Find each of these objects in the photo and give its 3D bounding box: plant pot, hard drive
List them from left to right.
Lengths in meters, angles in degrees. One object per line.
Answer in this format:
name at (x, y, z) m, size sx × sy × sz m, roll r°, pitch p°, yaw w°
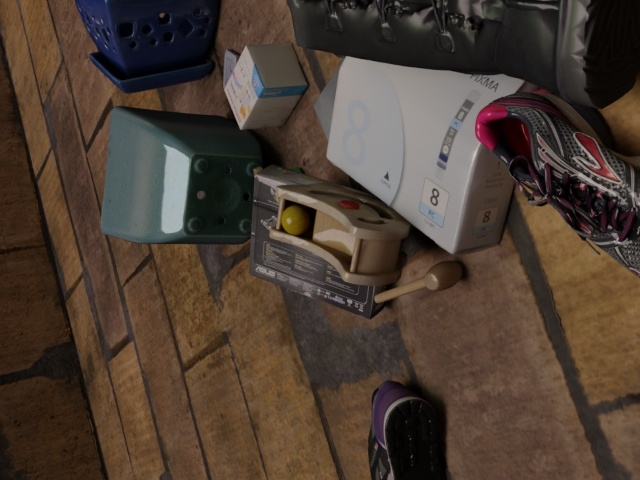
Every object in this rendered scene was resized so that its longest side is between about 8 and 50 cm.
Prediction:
plant pot at (-0.349, -0.430, 1.827) m, size 0.236 × 0.235 × 0.212 m, roll 40°, pitch 139°, yaw 49°
plant pot at (-0.235, -0.103, 1.681) m, size 0.252 × 0.247 × 0.248 m, roll 22°, pitch 107°, yaw 52°
hard drive at (0.038, -0.214, 1.420) m, size 0.135 × 0.022 × 0.094 m, roll -51°, pitch 55°, yaw 53°

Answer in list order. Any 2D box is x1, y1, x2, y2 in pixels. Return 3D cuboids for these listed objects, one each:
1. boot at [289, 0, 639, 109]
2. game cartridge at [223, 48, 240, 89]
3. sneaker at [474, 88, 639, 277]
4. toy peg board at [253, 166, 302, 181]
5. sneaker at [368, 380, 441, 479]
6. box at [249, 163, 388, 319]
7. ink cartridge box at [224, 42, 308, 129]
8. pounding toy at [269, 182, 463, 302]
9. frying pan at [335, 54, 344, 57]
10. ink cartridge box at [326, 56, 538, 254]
boot at (0.143, -0.363, 0.986) m, size 0.445 × 0.146 × 0.367 m, roll 26°, pitch 118°, yaw 44°
game cartridge at (-0.169, -0.322, 1.754) m, size 0.056 × 0.017 × 0.083 m, roll 44°, pitch 135°, yaw 51°
sneaker at (0.279, -0.051, 0.962) m, size 0.299 × 0.112 × 0.121 m, roll 51°, pitch 140°, yaw 39°
toy peg board at (-0.040, -0.034, 1.579) m, size 0.161 × 0.079 × 0.161 m, roll 50°, pitch 155°, yaw 42°
sneaker at (0.124, 0.354, 1.396) m, size 0.124 × 0.107 × 0.284 m, roll -142°, pitch 52°, yaw -69°
box at (0.000, 0.000, 1.416) m, size 0.231 × 0.056 × 0.183 m, roll 18°, pitch 118°, yaw 24°
ink cartridge box at (-0.099, -0.261, 1.574) m, size 0.143 × 0.089 × 0.092 m, roll -51°, pitch 56°, yaw 52°
pounding toy at (0.046, 0.027, 1.252) m, size 0.269 × 0.154 × 0.155 m, roll 20°, pitch 111°, yaw 28°
frying pan at (-0.033, -0.417, 1.328) m, size 0.326 × 0.053 × 0.197 m, roll 62°, pitch 174°, yaw -25°
ink cartridge box at (0.142, -0.220, 1.171) m, size 0.308 × 0.091 × 0.385 m, roll 43°, pitch 135°, yaw 47°
